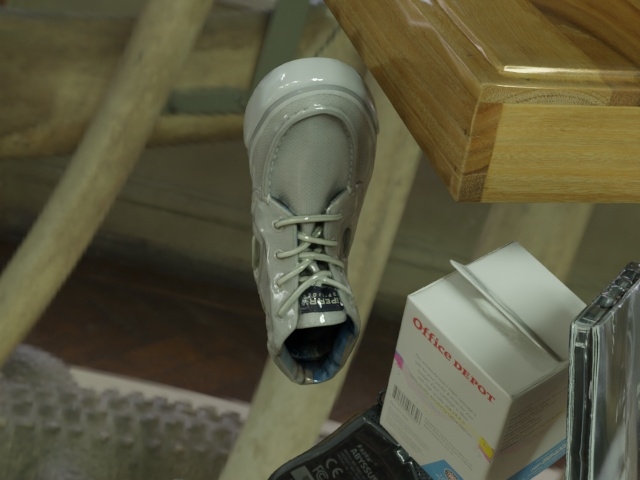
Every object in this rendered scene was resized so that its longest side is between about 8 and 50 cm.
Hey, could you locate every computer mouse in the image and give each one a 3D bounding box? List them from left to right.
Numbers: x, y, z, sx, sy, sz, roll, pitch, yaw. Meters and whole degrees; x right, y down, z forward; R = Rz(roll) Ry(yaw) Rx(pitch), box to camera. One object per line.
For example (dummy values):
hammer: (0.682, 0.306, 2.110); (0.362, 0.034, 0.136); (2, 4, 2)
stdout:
computer mouse: (0.058, 0.244, 1.259); (0.188, 0.272, 0.072); (59, 26, 4)

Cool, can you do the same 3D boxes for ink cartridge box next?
ink cartridge box: (0.106, 0.079, 0.750); (0.090, 0.143, 0.092); (-26, 55, -29)

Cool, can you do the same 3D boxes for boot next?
boot: (0.000, 0.000, 0.843); (0.095, 0.258, 0.123); (-8, 58, -5)

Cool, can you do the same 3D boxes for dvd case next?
dvd case: (0.145, 0.132, 0.616); (0.018, 0.221, 0.164); (4, 10, 22)

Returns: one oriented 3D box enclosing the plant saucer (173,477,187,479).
plant saucer: (-0.136, 0.509, 1.615); (0.101, 0.400, 0.400); (-3, 28, -12)

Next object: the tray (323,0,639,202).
tray: (0.123, -0.154, 0.808); (0.203, 0.076, 0.411); (-1, 32, -15)
